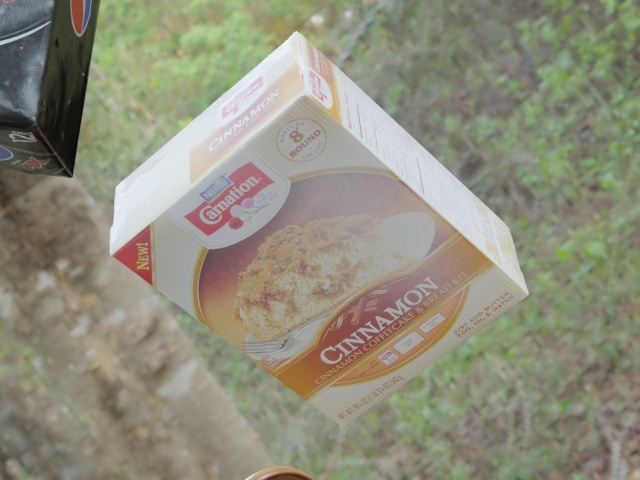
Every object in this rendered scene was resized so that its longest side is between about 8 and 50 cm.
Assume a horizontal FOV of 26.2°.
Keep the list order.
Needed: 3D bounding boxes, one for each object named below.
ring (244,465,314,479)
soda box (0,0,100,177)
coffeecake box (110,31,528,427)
[{"bbox_3d":[-0.039,0.316,0.893,0.032,0.337,0.336,7,20,23],"label":"ring"},{"bbox_3d":[-0.096,-0.109,0.432,0.053,0.169,0.060,5,-13,3],"label":"soda box"},{"bbox_3d":[0.000,0.000,0.764,0.142,0.185,0.068,-38,31,21],"label":"coffeecake box"}]
